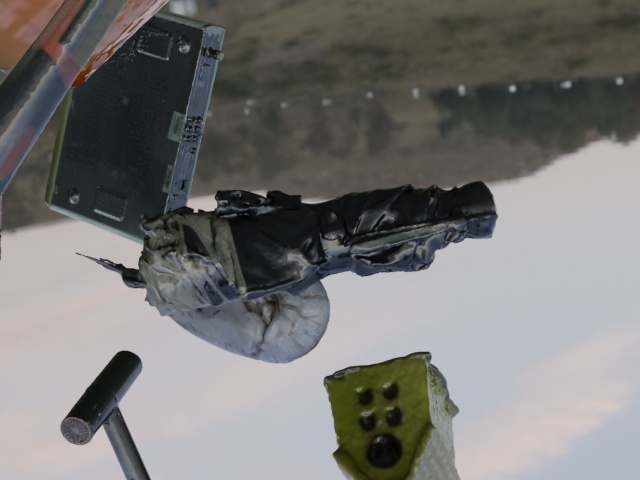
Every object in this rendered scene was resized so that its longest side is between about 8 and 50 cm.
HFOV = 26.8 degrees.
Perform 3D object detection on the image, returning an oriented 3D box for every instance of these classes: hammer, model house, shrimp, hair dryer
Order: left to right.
[{"bbox_3d":[-0.111,-0.066,0.534,0.033,0.288,0.111,31,173,31],"label":"hammer"},{"bbox_3d":[-0.253,0.267,1.796,0.050,0.195,0.173,-19,-160,27],"label":"hair dryer"},{"bbox_3d":[-0.142,0.052,1.648,0.343,0.145,0.116,15,-159,24],"label":"shrimp"},{"bbox_3d":[0.119,0.308,1.910,0.174,0.193,0.234,-18,-130,7],"label":"model house"}]

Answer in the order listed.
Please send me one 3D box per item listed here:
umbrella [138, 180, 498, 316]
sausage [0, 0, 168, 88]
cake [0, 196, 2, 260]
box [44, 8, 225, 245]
[{"bbox_3d":[-0.001,-0.006,1.317,0.357,0.113,0.106,-9,174,-2],"label":"umbrella"},{"bbox_3d":[-0.126,-0.260,0.789,0.287,0.233,0.233,-40,-175,12],"label":"sausage"},{"bbox_3d":[-0.473,-0.043,1.719,0.086,0.220,0.117,25,-140,18],"label":"cake"},{"bbox_3d":[-0.219,-0.140,1.571,0.210,0.270,0.045,21,-166,29],"label":"box"}]
